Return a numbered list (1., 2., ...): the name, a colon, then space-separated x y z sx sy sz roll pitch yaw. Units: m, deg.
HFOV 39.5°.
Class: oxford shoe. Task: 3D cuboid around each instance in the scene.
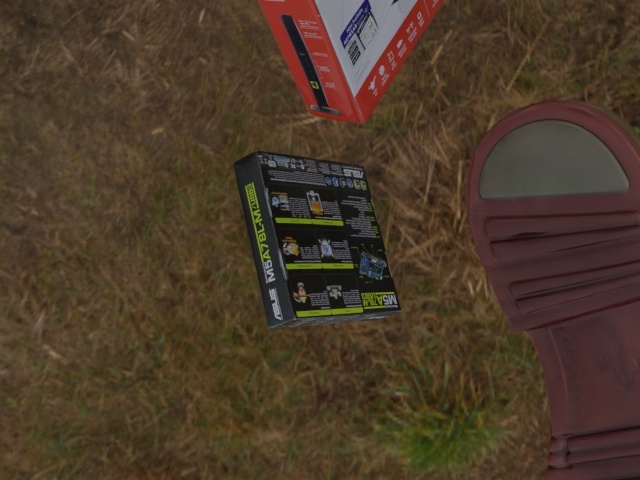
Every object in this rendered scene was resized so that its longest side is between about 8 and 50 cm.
1. oxford shoe: 0.187 0.085 0.493 0.122 0.130 0.349 -11 98 31

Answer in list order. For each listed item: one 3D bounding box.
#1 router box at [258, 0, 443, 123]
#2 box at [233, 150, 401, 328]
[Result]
1. router box: 0.050 -0.358 1.022 0.082 0.336 0.301 15 150 32
2. box: 0.000 0.000 0.978 0.045 0.190 0.184 -20 77 38
